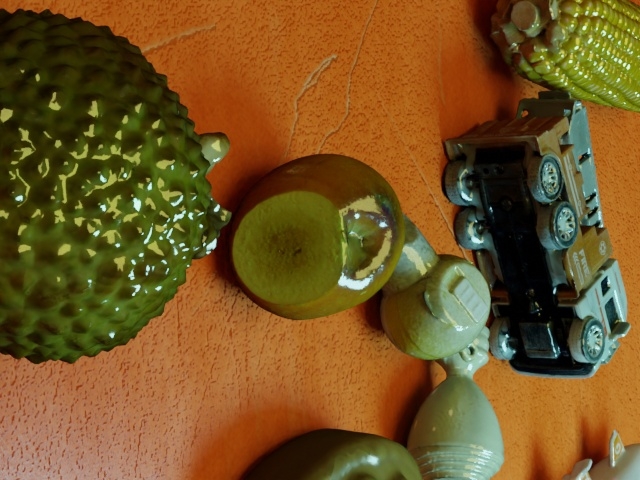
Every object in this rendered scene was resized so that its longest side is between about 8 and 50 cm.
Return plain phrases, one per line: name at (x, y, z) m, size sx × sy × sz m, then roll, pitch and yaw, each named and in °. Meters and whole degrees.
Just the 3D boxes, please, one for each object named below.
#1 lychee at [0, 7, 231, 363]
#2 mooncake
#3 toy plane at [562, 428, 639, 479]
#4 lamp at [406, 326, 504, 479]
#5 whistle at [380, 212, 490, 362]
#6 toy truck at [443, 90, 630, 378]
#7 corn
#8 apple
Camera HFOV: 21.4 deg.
lychee at (-0.206, -0.038, 1.278) m, size 0.320 × 0.270 × 0.269 m, roll 9°, pitch 82°, yaw -16°
mooncake at (0.010, 0.295, 1.650) m, size 0.235 × 0.117 × 0.234 m, roll -6°, pitch 97°, yaw -52°
toy plane at (0.357, 0.350, 2.069) m, size 0.245 × 0.117 × 0.244 m, roll -1°, pitch 91°, yaw -52°
lamp at (0.150, 0.182, 1.835) m, size 0.106 × 0.106 × 0.193 m, roll 32°, pitch 57°, yaw -46°
whistle at (0.092, 0.041, 1.777) m, size 0.223 × 0.123 × 0.123 m, roll 52°, pitch 49°, yaw -10°
toy truck at (0.271, 0.009, 1.951) m, size 0.184 × 0.133 × 0.338 m, roll -38°, pitch 118°, yaw -44°
corn at (0.336, -0.229, 2.032) m, size 0.387 × 0.144 × 0.143 m, roll 14°, pitch 79°, yaw -53°
apple at (-0.001, -0.006, 1.608) m, size 0.163 × 0.147 × 0.146 m, roll -27°, pitch 110°, yaw -46°
